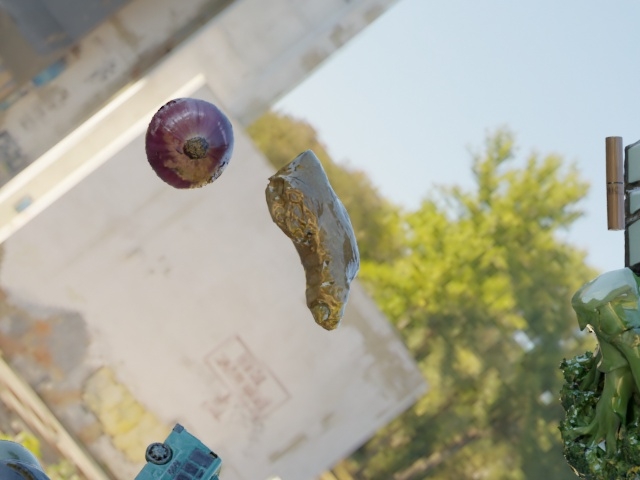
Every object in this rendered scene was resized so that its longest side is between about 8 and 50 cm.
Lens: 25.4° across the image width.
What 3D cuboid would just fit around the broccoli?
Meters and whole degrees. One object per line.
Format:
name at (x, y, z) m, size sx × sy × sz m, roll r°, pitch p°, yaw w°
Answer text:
broccoli at (0.350, 0.149, 1.497) m, size 0.270 × 0.270 × 0.270 m, roll 54°, pitch -4°, yaw -23°

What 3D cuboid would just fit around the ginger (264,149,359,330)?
ginger at (0.002, -0.002, 1.741) m, size 0.137 × 0.074 × 0.213 m, roll -24°, pitch 92°, yaw -54°

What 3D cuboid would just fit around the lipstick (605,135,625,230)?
lipstick at (0.292, -0.057, 1.409) m, size 0.019 × 0.019 × 0.094 m, roll 83°, pitch 6°, yaw -84°

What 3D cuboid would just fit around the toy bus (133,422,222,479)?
toy bus at (-0.184, 0.302, 1.663) m, size 0.091 × 0.160 × 0.079 m, roll 30°, pitch -42°, yaw 9°

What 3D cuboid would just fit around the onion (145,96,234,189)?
onion at (-0.165, -0.122, 1.763) m, size 0.115 × 0.115 × 0.104 m, roll 53°, pitch -8°, yaw -29°

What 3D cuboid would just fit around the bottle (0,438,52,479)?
bottle at (-0.318, 0.354, 1.449) m, size 0.168 × 0.168 × 0.347 m, roll 55°, pitch 6°, yaw -43°

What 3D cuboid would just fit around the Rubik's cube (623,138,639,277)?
Rubik's cube at (0.613, -0.014, 1.983) m, size 0.283 × 0.288 × 0.294 m, roll 41°, pitch 41°, yaw -30°
